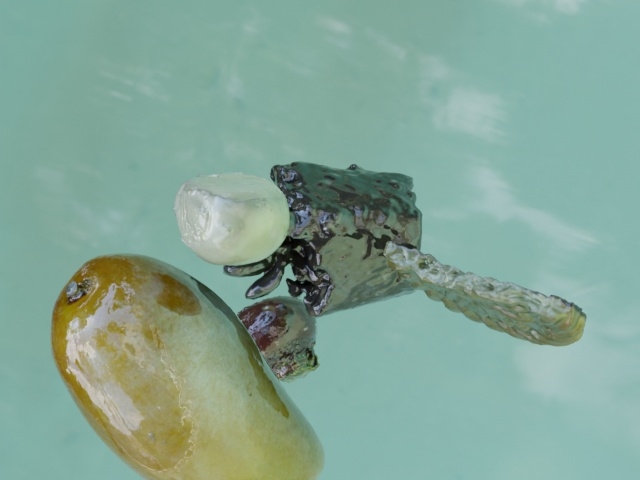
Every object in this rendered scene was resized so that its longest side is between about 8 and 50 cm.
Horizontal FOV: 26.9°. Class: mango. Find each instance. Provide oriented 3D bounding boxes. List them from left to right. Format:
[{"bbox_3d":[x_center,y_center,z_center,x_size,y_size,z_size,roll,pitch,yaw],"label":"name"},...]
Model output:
[{"bbox_3d":[-0.145,0.168,1.484,0.199,0.384,0.221,-42,27,12],"label":"mango"}]

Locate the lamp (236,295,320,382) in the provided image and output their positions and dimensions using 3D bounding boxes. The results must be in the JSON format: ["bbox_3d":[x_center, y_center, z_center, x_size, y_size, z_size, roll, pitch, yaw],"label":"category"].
[{"bbox_3d":[-0.072,0.162,2.131,0.156,0.157,0.135,113,137,-66],"label":"lamp"}]

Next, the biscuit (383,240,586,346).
[{"bbox_3d":[0.218,0.081,1.701,0.273,0.187,0.036,18,77,33],"label":"biscuit"}]

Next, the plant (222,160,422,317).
[{"bbox_3d":[0.000,0.000,1.849,0.199,0.276,0.188,-104,17,-56],"label":"plant"}]

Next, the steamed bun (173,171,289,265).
[{"bbox_3d":[-0.090,-0.020,1.416,0.130,0.112,0.091,21,116,53],"label":"steamed bun"}]
